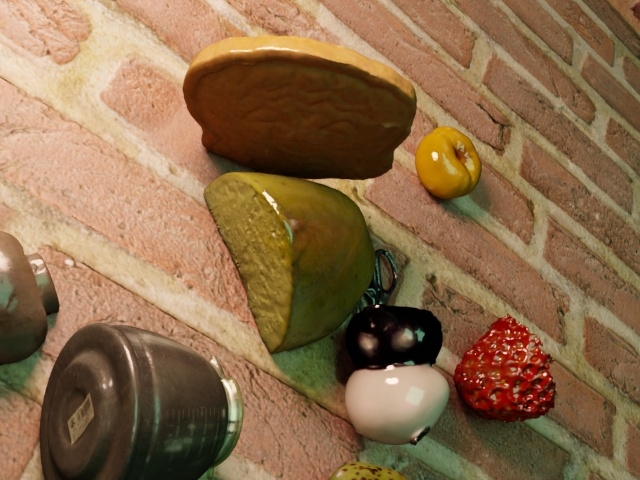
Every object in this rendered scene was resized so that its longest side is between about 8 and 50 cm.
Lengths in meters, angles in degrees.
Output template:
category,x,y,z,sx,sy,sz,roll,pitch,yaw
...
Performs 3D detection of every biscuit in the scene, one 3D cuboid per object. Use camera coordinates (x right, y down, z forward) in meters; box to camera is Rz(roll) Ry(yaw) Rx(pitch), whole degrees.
category,x,y,z,sx,sy,sz,roll,pitch,yaw
biscuit,-0.038,-0.205,1.098,0.384,0.365,0.062,7,66,-3

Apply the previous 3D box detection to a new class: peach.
category,x,y,z,sx,sy,sz,roll,pitch,yaw
peach,0.299,-0.181,1.503,0.179,0.103,0.179,14,66,-34

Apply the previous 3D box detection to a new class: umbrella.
category,x,y,z,sx,sy,sz,roll,pitch,yaw
umbrella,0.074,0.142,1.256,0.031,0.020,0.083,-5,84,-1

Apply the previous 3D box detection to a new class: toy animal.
category,x,y,z,sx,sy,sz,roll,pitch,yaw
toy animal,0.130,0.243,1.142,0.165,0.187,0.235,22,61,-52

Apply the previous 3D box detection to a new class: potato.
category,x,y,z,sx,sy,sz,roll,pitch,yaw
potato,0.000,0.000,1.144,0.280,0.212,0.331,-17,83,-38

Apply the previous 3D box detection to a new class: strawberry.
category,x,y,z,sx,sy,sz,roll,pitch,yaw
strawberry,0.363,0.285,1.333,0.177,0.234,0.234,-17,80,-10

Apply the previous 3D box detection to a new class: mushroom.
category,x,y,z,sx,sy,sz,roll,pitch,yaw
mushroom,-0.436,0.073,0.876,0.141,0.117,0.188,-21,88,-28

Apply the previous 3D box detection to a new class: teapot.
category,x,y,z,sx,sy,sz,roll,pitch,yaw
teapot,-0.221,0.279,0.859,0.239,0.239,0.322,16,56,-44

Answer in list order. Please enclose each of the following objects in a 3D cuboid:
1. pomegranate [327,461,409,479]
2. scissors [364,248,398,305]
category,x,y,z,sx,sy,sz,roll,pitch,yaw
pomegranate,0.086,0.469,1.041,0.248,0.214,0.214,32,45,-68
scissors,0.117,0.157,1.282,0.109,0.022,0.300,9,66,-28
